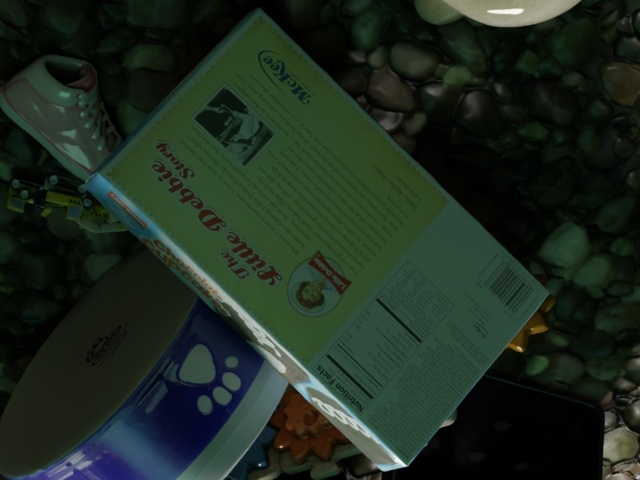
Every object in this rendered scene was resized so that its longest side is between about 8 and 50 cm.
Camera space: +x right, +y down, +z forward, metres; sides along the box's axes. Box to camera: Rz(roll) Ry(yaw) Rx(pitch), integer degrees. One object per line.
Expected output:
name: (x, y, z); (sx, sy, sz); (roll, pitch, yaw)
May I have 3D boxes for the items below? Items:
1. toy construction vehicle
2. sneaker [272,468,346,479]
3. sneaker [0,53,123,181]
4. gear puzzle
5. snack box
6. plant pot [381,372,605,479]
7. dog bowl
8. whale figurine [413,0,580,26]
toy construction vehicle: (-0.209, -0.025, 1.556); (0.098, 0.035, 0.086); (17, 168, -17)
sneaker: (-0.020, 0.249, 1.659); (0.098, 0.135, 0.276); (2, 157, -2)
sneaker: (-0.188, -0.097, 1.513); (0.134, 0.051, 0.070); (38, 126, -17)
gear puzzle: (0.036, 0.102, 1.567); (0.339, 0.175, 0.044); (-19, 136, 18)
snack box: (0.000, 0.000, 1.443); (0.322, 0.187, 0.060); (44, 160, -6)
plant pot: (0.132, 0.242, 1.671); (0.187, 0.188, 0.167); (16, 138, -7)
dog bowl: (-0.143, 0.118, 1.539); (0.265, 0.265, 0.104); (-36, 114, 27)
whale figurine: (0.092, -0.260, 1.338); (0.272, 0.141, 0.216); (15, 131, 25)
